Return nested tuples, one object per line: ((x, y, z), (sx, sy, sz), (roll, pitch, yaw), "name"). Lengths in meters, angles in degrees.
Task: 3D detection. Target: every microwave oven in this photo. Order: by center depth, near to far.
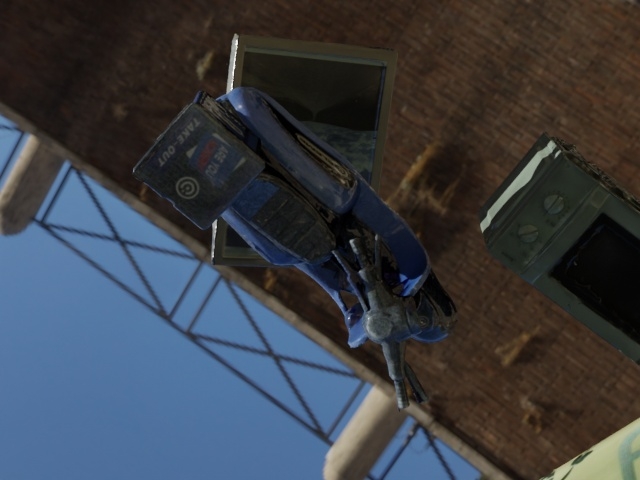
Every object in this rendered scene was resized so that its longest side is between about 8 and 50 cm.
((0.275, 0.005, 0.890), (0.208, 0.122, 0.162), (36, -163, -5), "microwave oven")

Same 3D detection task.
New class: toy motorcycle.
((0.000, 0.000, 0.845), (0.358, 0.125, 0.213), (40, -163, -15), "toy motorcycle")

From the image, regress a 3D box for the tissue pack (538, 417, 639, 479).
((0.290, 0.198, 0.408), (0.332, 0.405, 0.205), (47, -157, -7), "tissue pack")

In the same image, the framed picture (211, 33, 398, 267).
((-0.019, -0.092, 1.002), (0.188, 0.260, 0.023), (3, -165, -17), "framed picture")
